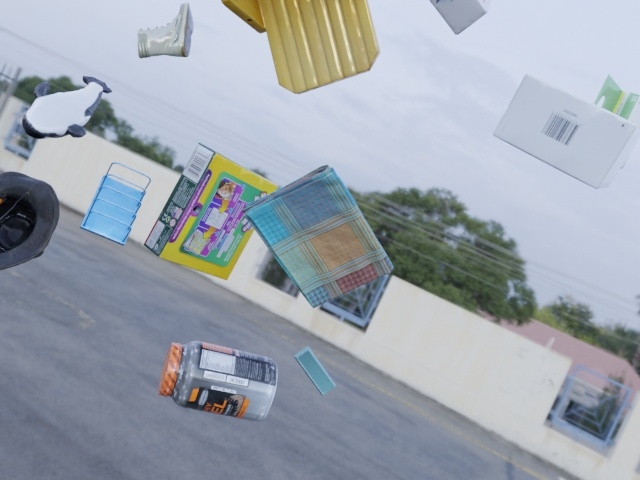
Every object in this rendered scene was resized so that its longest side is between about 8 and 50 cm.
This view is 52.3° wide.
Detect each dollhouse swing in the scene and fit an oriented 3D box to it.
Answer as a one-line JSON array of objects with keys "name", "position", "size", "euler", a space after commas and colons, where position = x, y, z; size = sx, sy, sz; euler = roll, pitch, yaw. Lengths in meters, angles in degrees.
[{"name": "dollhouse swing", "position": [-0.052, -0.578, 1.623], "size": [0.346, 0.305, 0.315], "euler": [-12, -12, 24]}]

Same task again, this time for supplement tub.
[{"name": "supplement tub", "position": [-0.320, 0.434, 2.035], "size": [0.337, 0.207, 0.207], "euler": [16, 2, -15]}]

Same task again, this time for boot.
[{"name": "boot", "position": [-0.490, -0.663, 2.060], "size": [0.164, 0.213, 0.077], "euler": [-2, -27, 6]}]

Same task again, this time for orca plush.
[{"name": "orca plush", "position": [-0.647, -0.321, 1.619], "size": [0.102, 0.287, 0.151], "euler": [-30, -57, 35]}]

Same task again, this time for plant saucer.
[{"name": "plant saucer", "position": [-0.019, 0.484, 2.406], "size": [0.192, 0.067, 0.018], "euler": [56, -1, -11]}]

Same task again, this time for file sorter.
[{"name": "file sorter", "position": [-0.525, -0.099, 1.689], "size": [0.118, 0.170, 0.104], "euler": [24, -34, -19]}]

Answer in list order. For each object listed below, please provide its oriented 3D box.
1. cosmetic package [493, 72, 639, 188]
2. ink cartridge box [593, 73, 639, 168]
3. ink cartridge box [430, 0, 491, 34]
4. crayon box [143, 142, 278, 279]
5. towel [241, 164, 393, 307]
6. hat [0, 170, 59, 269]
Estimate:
[{"name": "cosmetic package", "position": [0.498, -0.213, 1.306], "size": [0.224, 0.138, 0.224], "euler": [34, 21, 22]}, {"name": "ink cartridge box", "position": [0.745, -0.295, 1.644], "size": [0.056, 0.171, 0.235], "euler": [29, 8, 38]}, {"name": "ink cartridge box", "position": [0.246, -0.517, 1.262], "size": [0.190, 0.140, 0.082], "euler": [44, -49, -18]}, {"name": "crayon box", "position": [-0.341, -0.083, 2.086], "size": [0.106, 0.363, 0.313], "euler": [31, 3, 36]}, {"name": "towel", "position": [0.000, 0.000, 1.747], "size": [0.370, 0.271, 0.040], "euler": [56, 16, -27]}, {"name": "hat", "position": [-0.814, -0.020, 1.721], "size": [0.331, 0.331, 0.134], "euler": [25, -24, 24]}]
